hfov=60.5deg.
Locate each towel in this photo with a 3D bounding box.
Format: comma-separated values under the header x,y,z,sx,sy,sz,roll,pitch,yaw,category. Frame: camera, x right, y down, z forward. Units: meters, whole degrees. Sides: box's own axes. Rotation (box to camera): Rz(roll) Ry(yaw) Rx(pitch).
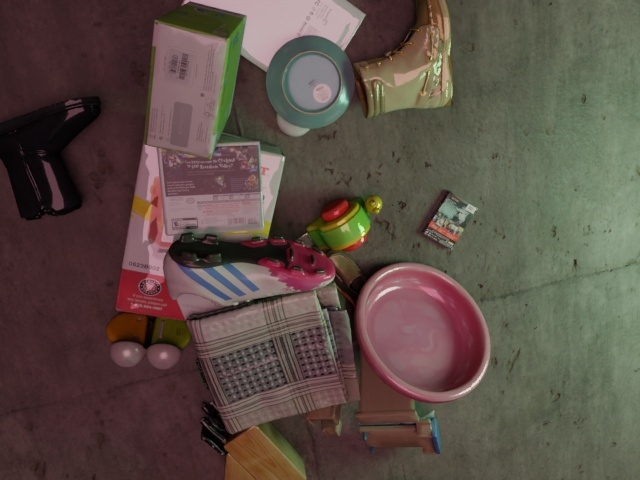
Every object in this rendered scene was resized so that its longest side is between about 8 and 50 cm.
x,y,z,sx,sy,sz,roll,pitch,yaw,category
-0.084,0.258,1.162,0.324,0.056,0.312,-14,113,-3,towel

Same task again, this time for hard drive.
x,y,z,sx,sy,sz,roll,pitch,yaw,category
-0.096,-0.462,1.122,0.318,0.040,0.210,30,99,-16,hard drive

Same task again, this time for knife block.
x,y,z,sx,sy,sz,roll,pitch,yaw,category
-0.161,0.473,1.351,0.275,0.088,0.242,6,105,-10,knife block

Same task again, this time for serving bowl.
x,y,z,sx,sy,sz,roll,pitch,yaw,category
-0.054,-0.266,1.191,0.083,0.027,0.083,-2,105,-9,serving bowl

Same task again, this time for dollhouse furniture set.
x,y,z,sx,sy,sz,roll,pitch,yaw,category
0.146,0.407,1.394,0.286,0.198,0.303,-7,140,15,dollhouse furniture set

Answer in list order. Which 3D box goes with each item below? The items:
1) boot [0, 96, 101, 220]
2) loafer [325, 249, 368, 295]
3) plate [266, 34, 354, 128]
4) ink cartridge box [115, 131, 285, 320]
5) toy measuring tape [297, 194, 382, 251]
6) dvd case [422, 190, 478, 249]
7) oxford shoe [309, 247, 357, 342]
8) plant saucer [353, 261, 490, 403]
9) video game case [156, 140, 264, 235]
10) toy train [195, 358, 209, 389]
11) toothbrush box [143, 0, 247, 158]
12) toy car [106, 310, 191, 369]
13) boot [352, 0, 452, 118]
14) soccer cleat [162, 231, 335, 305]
x,y,z,sx,sy,sz,roll,pitch,yaw,category
-0.525,-0.162,1.111,0.246,0.094,0.207,-18,104,4,boot
0.070,0.077,1.295,0.148,0.050,0.056,42,96,-17,loafer
-0.018,-0.327,1.139,0.188,0.024,0.188,-3,106,-9,plate
-0.252,-0.035,1.156,0.279,0.160,0.385,11,103,-12,ink cartridge box
0.000,0.000,1.230,0.330,0.121,0.121,-33,108,1,toy measuring tape
0.310,-0.048,1.316,0.087,0.013,0.119,28,101,-15,dvd case
0.015,0.148,1.224,0.096,0.098,0.271,-23,119,14,oxford shoe
0.224,0.212,1.259,0.332,0.332,0.084,15,144,-12,plant saucer
-0.207,-0.100,1.049,0.190,0.022,0.173,-3,105,-7,video game case
-0.281,0.321,1.324,0.017,0.024,0.083,-13,108,10,toy train
-0.220,-0.301,0.999,0.122,0.283,0.206,12,119,-7,toothbrush box
-0.382,0.221,1.231,0.181,0.159,0.136,6,139,-11,toy car
0.165,-0.399,1.156,0.203,0.095,0.262,-11,111,-4,boot
-0.140,0.067,1.078,0.331,0.116,0.143,7,127,-17,soccer cleat
